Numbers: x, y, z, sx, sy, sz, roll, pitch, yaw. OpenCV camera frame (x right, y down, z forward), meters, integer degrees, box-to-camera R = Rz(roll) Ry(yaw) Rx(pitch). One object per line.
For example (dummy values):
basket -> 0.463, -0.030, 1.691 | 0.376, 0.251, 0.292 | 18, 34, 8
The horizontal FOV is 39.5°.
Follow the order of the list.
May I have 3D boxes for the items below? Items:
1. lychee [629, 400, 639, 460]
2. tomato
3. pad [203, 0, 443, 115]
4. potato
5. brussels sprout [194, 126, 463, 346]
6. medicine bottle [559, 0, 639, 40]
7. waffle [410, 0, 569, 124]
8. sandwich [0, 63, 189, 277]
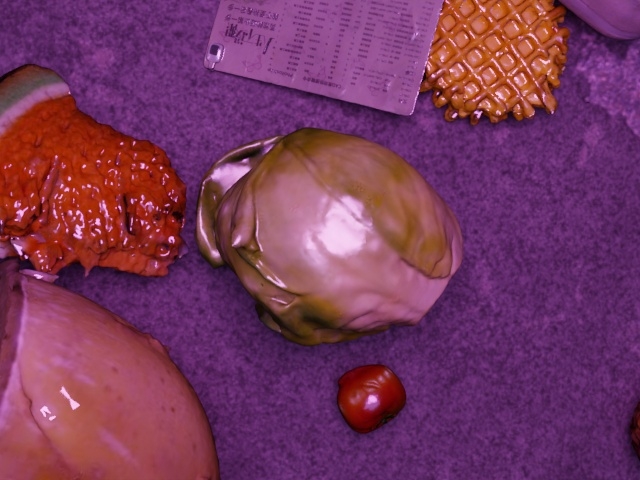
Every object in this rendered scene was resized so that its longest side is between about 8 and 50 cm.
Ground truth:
lychee -> 0.467, 0.227, 1.036 | 0.194, 0.194, 0.194 | 0, 93, -2
tomato -> 0.059, 0.186, 1.067 | 0.087, 0.087, 0.075 | -34, 66, 0
pad -> 0.001, -0.251, 1.041 | 0.265, 0.009, 0.159 | 15, 92, 12
potato -> -0.286, 0.262, 0.926 | 0.319, 0.385, 0.442 | 30, 136, -31
brussels sprout -> 0.001, -0.002, 0.965 | 0.294, 0.259, 0.227 | 24, 86, -3
medicine bottle -> 0.378, -0.425, 1.003 | 0.282, 0.123, 0.375 | 39, 82, -2
waffle -> 0.199, -0.237, 1.057 | 0.193, 0.070, 0.197 | -4, 91, -2
sandwich -> -0.290, -0.045, 1.010 | 0.301, 0.250, 0.162 | 27, 135, -12
